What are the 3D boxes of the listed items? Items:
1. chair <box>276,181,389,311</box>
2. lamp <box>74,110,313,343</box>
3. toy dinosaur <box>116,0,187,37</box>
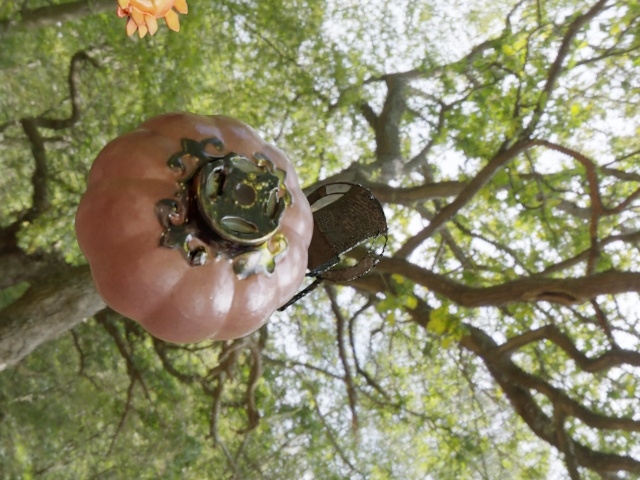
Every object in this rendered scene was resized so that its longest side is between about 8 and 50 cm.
[{"bbox_3d":[0.000,0.000,1.121,0.174,0.213,0.149,57,-29,11],"label":"chair"},{"bbox_3d":[-0.142,-0.023,0.822,0.239,0.305,0.306,-24,-91,54],"label":"lamp"},{"bbox_3d":[-0.235,-0.337,0.901,0.070,0.288,0.117,18,-55,22],"label":"toy dinosaur"}]
